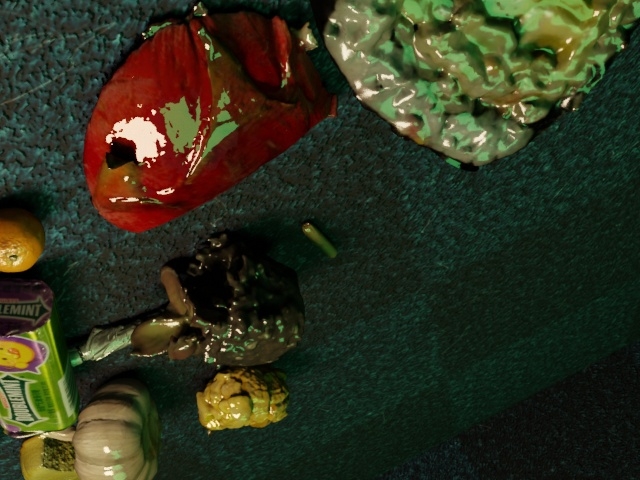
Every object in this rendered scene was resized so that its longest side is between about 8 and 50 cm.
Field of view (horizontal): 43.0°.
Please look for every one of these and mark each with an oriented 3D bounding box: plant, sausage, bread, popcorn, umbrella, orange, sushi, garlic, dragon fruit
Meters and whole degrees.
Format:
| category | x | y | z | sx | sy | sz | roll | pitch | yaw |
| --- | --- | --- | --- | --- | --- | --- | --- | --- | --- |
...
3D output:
| category | x | y | z | sx | sy | sz | roll | pitch | yaw |
| --- | --- | --- | --- | --- | --- | --- | --- | --- | --- |
| plant | -0.148 | 0.101 | 1.271 | 0.234 | 0.178 | 0.204 | 15 | 142 | -37 |
| sausage | 0.000 | 0.000 | 1.384 | 0.024 | 0.024 | 0.132 | -32 | 152 | 7 |
| bread | -0.510 | 0.420 | 1.562 | 0.125 | 0.086 | 0.156 | -35 | 148 | 25 |
| popcorn | -0.154 | 0.311 | 1.642 | 0.194 | 0.140 | 0.163 | -6 | 154 | -17 |
| umbrella | -0.326 | 0.154 | 1.338 | 0.188 | 0.050 | 0.046 | -22 | 171 | -13 |
| orange | -0.382 | -0.001 | 1.005 | 0.084 | 0.083 | 0.083 | -21 | 150 | -13 |
| sushi | 0.140 | -0.287 | 0.822 | 0.329 | 0.285 | 0.328 | 18 | 125 | -25 |
| garlic | -0.405 | 0.359 | 1.485 | 0.212 | 0.218 | 0.218 | 1 | 151 | 8 |
| dragon fruit | -0.140 | -0.134 | 0.967 | 0.344 | 0.100 | 0.282 | -32 | 142 | 0 |

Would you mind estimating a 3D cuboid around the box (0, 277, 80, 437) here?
| category | x | y | z | sx | sy | sz | roll | pitch | yaw |
| --- | --- | --- | --- | --- | --- | --- | --- | --- | --- |
| box | -0.444 | 0.186 | 1.214 | 0.134 | 0.097 | 0.345 | 0 | 145 | -10 |
